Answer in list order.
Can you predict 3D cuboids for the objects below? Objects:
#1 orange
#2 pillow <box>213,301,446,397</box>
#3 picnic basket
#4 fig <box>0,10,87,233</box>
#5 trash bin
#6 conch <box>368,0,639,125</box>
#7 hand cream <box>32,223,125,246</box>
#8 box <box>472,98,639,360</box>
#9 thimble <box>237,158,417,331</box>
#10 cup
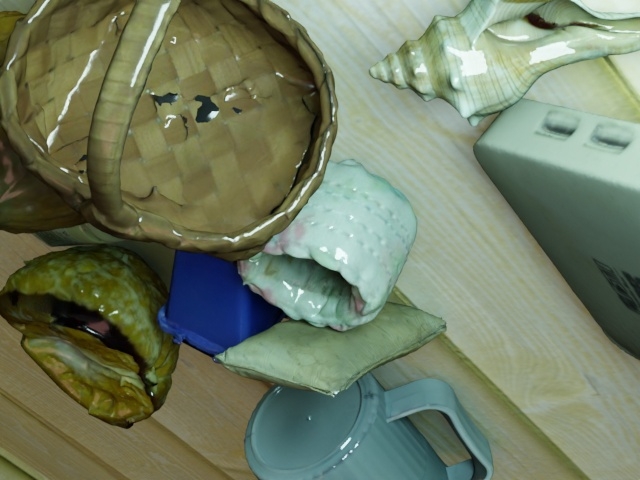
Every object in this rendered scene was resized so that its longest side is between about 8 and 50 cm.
[{"bbox_3d":[-0.353,0.129,1.586,0.270,0.210,0.369,13,147,10],"label":"orange"},{"bbox_3d":[0.024,0.132,1.288,0.184,0.302,0.075,9,106,32],"label":"pillow"},{"bbox_3d":[-0.145,-0.146,0.922,0.337,0.293,0.337,22,169,4],"label":"picnic basket"},{"bbox_3d":[-0.375,-0.094,1.143,0.286,0.369,0.286,18,137,17],"label":"fig"},{"bbox_3d":[-0.118,0.053,1.362,0.184,0.162,0.235,25,142,12],"label":"trash bin"},{"bbox_3d":[0.156,-0.185,0.861,0.233,0.114,0.137,-31,135,15],"label":"conch"},{"bbox_3d":[-0.383,-0.036,1.486,0.305,0.093,0.147,-4,142,43],"label":"hand cream"},{"bbox_3d":[0.345,0.031,0.920,0.367,0.090,0.373,49,171,-31],"label":"box"},{"bbox_3d":[0.000,0.000,1.198,0.211,0.149,0.185,25,151,4],"label":"thimble"},{"bbox_3d":[0.077,0.373,1.585,0.331,0.257,0.311,-1,138,40],"label":"cup"}]
